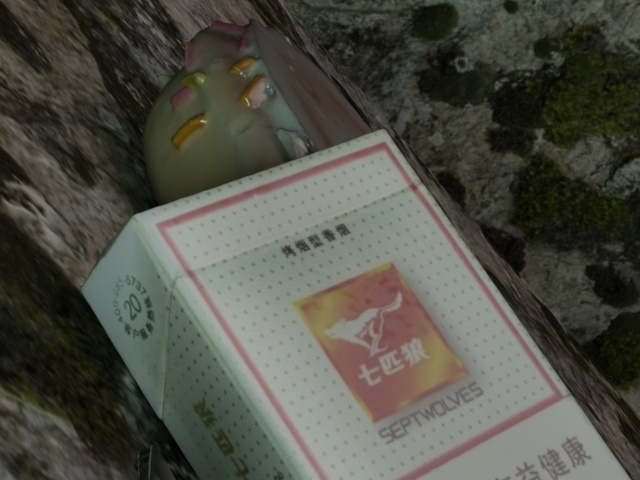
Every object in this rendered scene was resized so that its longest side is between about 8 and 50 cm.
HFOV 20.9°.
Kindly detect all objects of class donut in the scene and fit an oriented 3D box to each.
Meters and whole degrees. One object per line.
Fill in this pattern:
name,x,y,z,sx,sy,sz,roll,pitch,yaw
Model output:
donut,0.000,0.000,1.338,0.383,0.142,0.382,51,10,-13

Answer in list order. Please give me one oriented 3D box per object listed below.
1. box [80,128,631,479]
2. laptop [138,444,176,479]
box,0.038,0.108,1.019,0.210,0.095,0.330,-22,72,-40
laptop,-0.008,0.217,0.683,0.269,0.015,0.187,63,-2,-9
